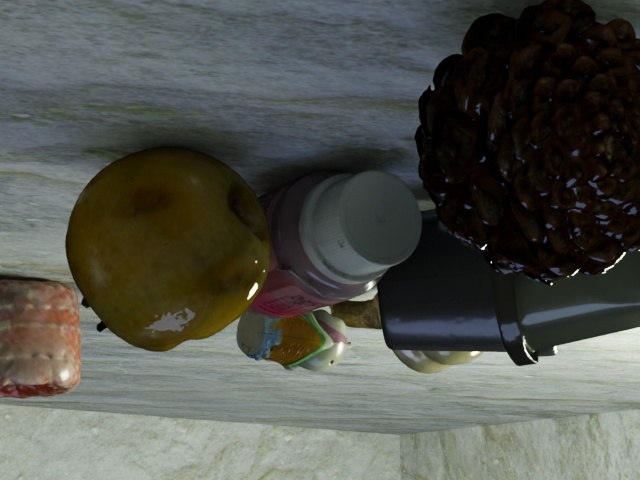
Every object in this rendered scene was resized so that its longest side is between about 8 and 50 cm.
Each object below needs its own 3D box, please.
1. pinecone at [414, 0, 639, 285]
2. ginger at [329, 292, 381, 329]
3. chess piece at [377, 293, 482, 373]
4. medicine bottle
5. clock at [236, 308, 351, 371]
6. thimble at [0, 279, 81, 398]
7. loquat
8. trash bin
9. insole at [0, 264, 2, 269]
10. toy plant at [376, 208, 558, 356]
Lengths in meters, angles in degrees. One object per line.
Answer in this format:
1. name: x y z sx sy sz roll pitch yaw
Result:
1. pinecone: 0.169 -0.072 1.213 0.221 0.221 0.221 -1 168 0
2. ginger: 0.117 0.097 2.300 0.148 0.081 0.334 -12 175 -29
3. chess piece: 0.235 0.063 2.018 0.300 0.167 0.167 -20 158 38
4. medicine bottle: 0.000 0.000 1.680 0.147 0.147 0.247 6 166 -30
5. clock: -0.038 0.147 2.401 0.144 0.103 0.231 8 179 -20
6. thimble: -0.457 0.146 2.275 0.239 0.162 0.239 -1 169 0
7. loquat: -0.154 0.006 1.569 0.213 0.213 0.213 -1 168 0
8. trash bin: 0.291 -0.009 1.509 0.250 0.219 0.220 -10 169 11
9. insole: -0.470 0.024 2.081 0.065 0.004 0.197 -2 168 8
10. toy plant: 0.265 0.028 1.759 0.400 0.185 0.279 -5 133 7
